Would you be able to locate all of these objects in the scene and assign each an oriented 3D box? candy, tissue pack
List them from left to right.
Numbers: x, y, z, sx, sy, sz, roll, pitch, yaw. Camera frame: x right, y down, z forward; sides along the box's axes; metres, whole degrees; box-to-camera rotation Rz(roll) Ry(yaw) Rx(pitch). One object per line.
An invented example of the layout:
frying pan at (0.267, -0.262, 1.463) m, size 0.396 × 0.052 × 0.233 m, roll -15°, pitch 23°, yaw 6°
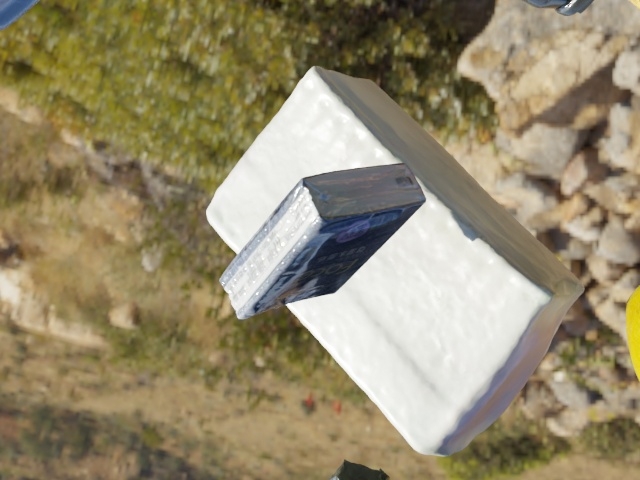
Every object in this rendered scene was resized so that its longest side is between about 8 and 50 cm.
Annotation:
tissue pack at (0.000, 0.000, 0.988) m, size 0.112 × 0.051 × 0.156 m, roll -12°, pitch 156°, yaw -38°
candy at (0.073, 0.012, 1.204) m, size 0.208 × 0.358 × 0.145 m, roll -53°, pitch 157°, yaw 21°

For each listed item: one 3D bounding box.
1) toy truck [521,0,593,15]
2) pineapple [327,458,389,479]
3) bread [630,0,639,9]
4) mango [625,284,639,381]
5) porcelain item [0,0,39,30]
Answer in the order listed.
toy truck at (0.216, -0.333, 1.313) m, size 0.224 × 0.147 × 0.165 m, roll 12°, pitch 138°, yaw -12°
pineapple at (-0.015, 0.296, 1.194) m, size 0.237 × 0.111 × 0.119 m, roll -22°, pitch 145°, yaw 22°
bread at (0.438, -0.340, 1.439) m, size 0.156 × 0.288 × 0.204 m, roll -41°, pitch 122°, yaw 8°
mango at (0.386, 0.101, 0.993) m, size 0.173 × 0.211 × 0.317 m, roll -3°, pitch -176°, yaw -36°
porcelain item at (-0.466, -0.458, 1.459) m, size 0.242 × 0.405 × 0.178 m, roll -28°, pitch 172°, yaw 34°
